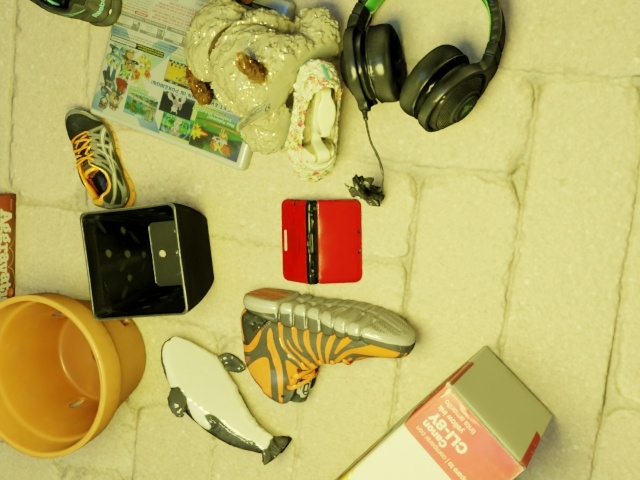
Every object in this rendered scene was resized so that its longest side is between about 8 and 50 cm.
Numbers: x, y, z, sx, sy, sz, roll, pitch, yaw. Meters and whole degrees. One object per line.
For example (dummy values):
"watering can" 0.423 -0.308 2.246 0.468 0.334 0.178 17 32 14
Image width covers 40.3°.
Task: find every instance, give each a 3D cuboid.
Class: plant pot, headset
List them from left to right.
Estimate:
"plant pot" -0.457 0.227 1.599 0.291 0.203 0.290 3 97 22
"plant pot" -0.285 0.029 1.534 0.188 0.167 0.187 -5 94 22
"headset" 0.142 -0.246 1.382 0.243 0.185 0.394 23 88 21

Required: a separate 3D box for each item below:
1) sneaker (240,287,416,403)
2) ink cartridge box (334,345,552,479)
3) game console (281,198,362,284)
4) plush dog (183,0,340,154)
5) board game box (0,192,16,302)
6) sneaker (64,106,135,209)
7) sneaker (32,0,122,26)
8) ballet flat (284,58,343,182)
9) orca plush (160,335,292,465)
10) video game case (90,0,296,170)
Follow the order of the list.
"sneaker" 0.008 0.194 1.477 0.321 0.125 0.180 10 104 30
"ink cartridge box" 0.146 0.365 1.345 0.160 0.279 0.384 47 109 11
"game console" 0.000 0.000 1.504 0.124 0.085 0.144 6 99 52
"plush dog" -0.132 -0.297 1.405 0.225 0.211 0.262 36 107 30
"board game box" -0.644 0.052 1.685 0.027 0.145 0.281 6 98 18
"sneaker" -0.417 -0.151 1.610 0.084 0.083 0.215 -33 83 22
"sneaker" -0.480 -0.461 1.576 0.267 0.106 0.101 23 105 29
"ballet flat" -0.007 -0.174 1.394 0.077 0.091 0.241 -119 21 -43
"orca plush" -0.180 0.295 1.586 0.287 0.102 0.151 30 61 5
"video game case" -0.233 -0.318 1.547 0.329 0.036 0.299 22 103 17
